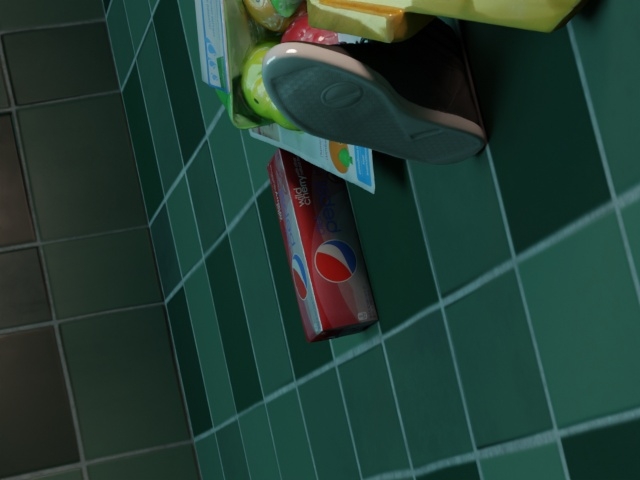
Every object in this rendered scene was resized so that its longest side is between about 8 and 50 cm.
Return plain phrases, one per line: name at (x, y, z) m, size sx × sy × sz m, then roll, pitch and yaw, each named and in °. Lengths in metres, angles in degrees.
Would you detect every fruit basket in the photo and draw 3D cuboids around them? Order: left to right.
fruit basket at (-0.035, -0.250, 2.016) m, size 0.353 × 0.165 × 0.327 m, roll -142°, pitch 44°, yaw -61°

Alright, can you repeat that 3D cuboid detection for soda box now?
soda box at (0.000, 0.000, 2.181) m, size 0.092 × 0.083 × 0.263 m, roll 132°, pitch 125°, yaw -70°

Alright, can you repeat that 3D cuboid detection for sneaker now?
sneaker at (0.045, -0.181, 1.628) m, size 0.104 × 0.295 × 0.147 m, roll -31°, pitch 57°, yaw 37°

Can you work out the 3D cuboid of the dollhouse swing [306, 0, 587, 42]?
dollhouse swing at (0.147, -0.381, 1.498) m, size 0.315 × 0.305 × 0.347 m, roll -44°, pitch -45°, yaw -58°
